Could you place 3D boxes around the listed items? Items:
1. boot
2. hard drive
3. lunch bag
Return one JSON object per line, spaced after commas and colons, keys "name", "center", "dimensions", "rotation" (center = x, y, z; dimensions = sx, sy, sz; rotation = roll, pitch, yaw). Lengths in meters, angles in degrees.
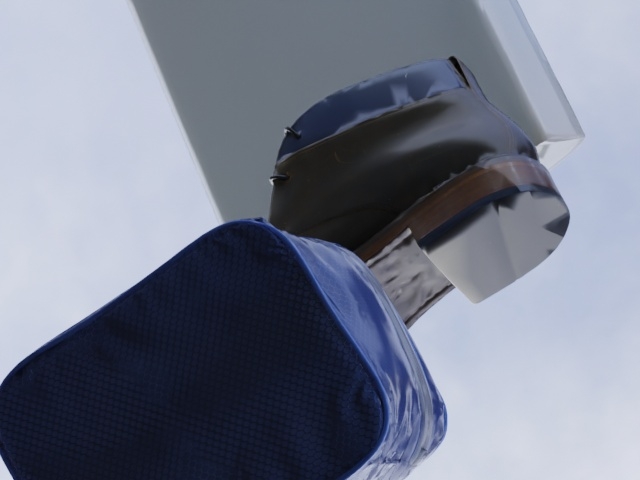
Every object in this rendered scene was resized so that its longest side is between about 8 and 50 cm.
{"name": "boot", "center": [0.000, 0.000, 0.877], "dimensions": [0.219, 0.082, 0.106], "rotation": [-25, -130, 8]}
{"name": "hard drive", "center": [-0.014, -0.144, 1.054], "dimensions": [0.233, 0.047, 0.353], "rotation": [-41, -116, 40]}
{"name": "lunch bag", "center": [-0.023, 0.045, 0.443], "dimensions": [0.098, 0.065, 0.067], "rotation": [-33, -106, 13]}
